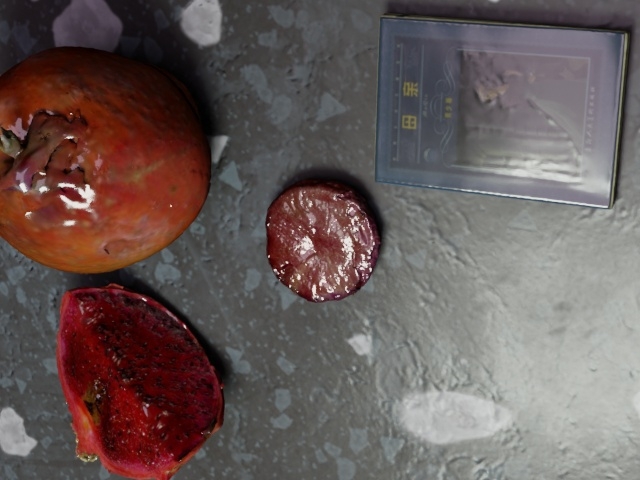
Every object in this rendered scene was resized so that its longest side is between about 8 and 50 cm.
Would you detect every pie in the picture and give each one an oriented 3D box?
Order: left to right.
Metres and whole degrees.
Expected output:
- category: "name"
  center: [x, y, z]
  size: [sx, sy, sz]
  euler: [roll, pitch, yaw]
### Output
- category: "pie"
  center: [0.000, 0.000, 1.494]
  size: [0.154, 0.036, 0.154]
  euler: [6, 106, 21]

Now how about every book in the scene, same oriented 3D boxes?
- category: "book"
  center: [0.189, -0.140, 1.385]
  size: [0.269, 0.025, 0.191]
  euler: [8, 107, 20]

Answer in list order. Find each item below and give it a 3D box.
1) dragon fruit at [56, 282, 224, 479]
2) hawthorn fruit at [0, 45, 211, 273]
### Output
- category: "dragon fruit"
  center: [-0.234, 0.194, 1.604]
  size: [0.211, 0.134, 0.262]
  euler: [-47, 68, 37]
- category: "hawthorn fruit"
  center: [-0.284, -0.095, 1.445]
  size: [0.276, 0.307, 0.276]
  euler: [0, 90, 23]
